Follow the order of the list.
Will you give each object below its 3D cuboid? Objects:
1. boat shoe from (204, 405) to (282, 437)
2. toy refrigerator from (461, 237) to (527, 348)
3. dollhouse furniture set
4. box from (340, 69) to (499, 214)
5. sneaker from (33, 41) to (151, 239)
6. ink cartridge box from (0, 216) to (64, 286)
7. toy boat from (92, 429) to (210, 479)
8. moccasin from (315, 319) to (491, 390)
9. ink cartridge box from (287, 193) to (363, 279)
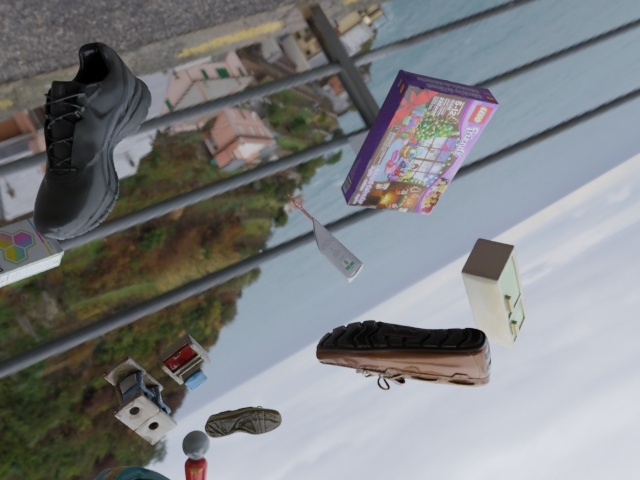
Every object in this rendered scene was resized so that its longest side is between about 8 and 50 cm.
[{"bbox_3d":[-0.152,0.355,1.327,0.152,0.056,0.048,-12,-166,3],"label":"boat shoe"},{"bbox_3d":[0.401,0.125,1.510,0.102,0.094,0.270,-56,142,-28],"label":"toy refrigerator"},{"bbox_3d":[-0.323,0.288,1.368,0.183,0.129,0.129,-37,130,-4],"label":"dollhouse furniture set"},{"bbox_3d":[0.188,-0.180,1.312,0.200,0.057,0.293,5,134,-24],"label":"box"},{"bbox_3d":[-0.321,-0.136,0.878,0.108,0.287,0.130,0,151,14],"label":"sneaker"},{"bbox_3d":[-0.681,0.032,1.445,0.209,0.109,0.062,-26,163,-43],"label":"ink cartridge box"},{"bbox_3d":[-0.369,0.545,1.506,0.267,0.148,0.318,8,-169,32],"label":"toy boat"},{"bbox_3d":[0.173,0.256,1.441,0.379,0.147,0.139,-2,-157,15],"label":"moccasin"},{"bbox_3d":[0.000,0.000,1.493,0.056,0.224,0.181,-48,174,-2],"label":"ink cartridge box"}]
